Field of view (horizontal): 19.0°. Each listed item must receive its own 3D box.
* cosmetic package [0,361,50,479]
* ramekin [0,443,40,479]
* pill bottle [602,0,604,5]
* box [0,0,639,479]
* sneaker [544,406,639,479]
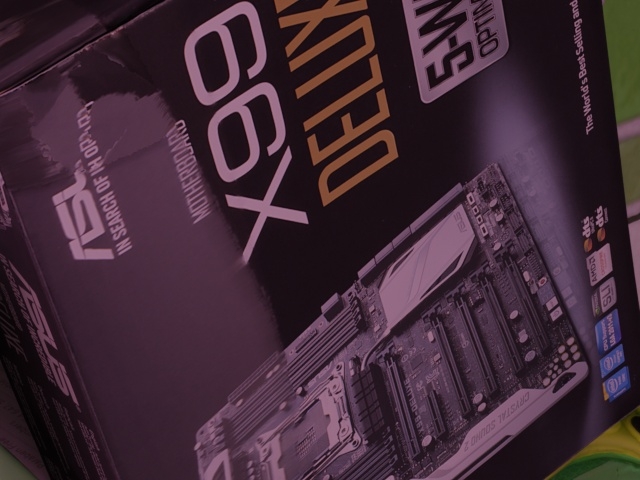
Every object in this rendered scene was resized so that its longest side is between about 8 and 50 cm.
[{"bbox_3d":[-0.216,0.205,0.777,0.385,0.156,0.217,-24,122,-33],"label":"cosmetic package"},{"bbox_3d":[-0.190,0.133,0.504,0.303,0.303,0.148,63,37,-38],"label":"ramekin"},{"bbox_3d":[-0.032,-0.153,0.779,0.334,0.188,0.187,12,98,-46],"label":"pill bottle"},{"bbox_3d":[0.000,0.000,0.703,0.242,0.076,0.307,-34,133,-24],"label":"box"},{"bbox_3d":[0.123,0.135,1.119,0.296,0.109,0.123,7,127,-48],"label":"sneaker"}]
